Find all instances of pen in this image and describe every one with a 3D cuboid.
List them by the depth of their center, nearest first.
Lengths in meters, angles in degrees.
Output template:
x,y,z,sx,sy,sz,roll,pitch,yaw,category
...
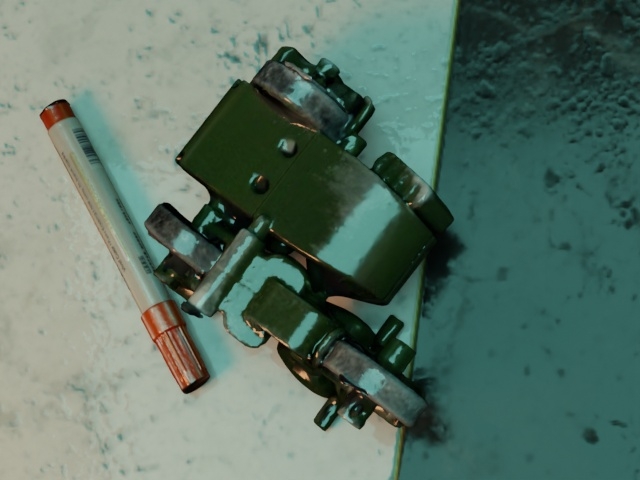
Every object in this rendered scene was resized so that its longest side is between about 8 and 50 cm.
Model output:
x,y,z,sx,sy,sz,roll,pitch,yaw,category
-0.143,0.002,1.319,0.028,0.028,0.239,-29,76,3,pen

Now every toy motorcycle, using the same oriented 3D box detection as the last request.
x,y,z,sx,sy,sz,roll,pitch,yaw,category
0.000,0.000,1.255,0.275,0.127,0.205,36,86,21,toy motorcycle
